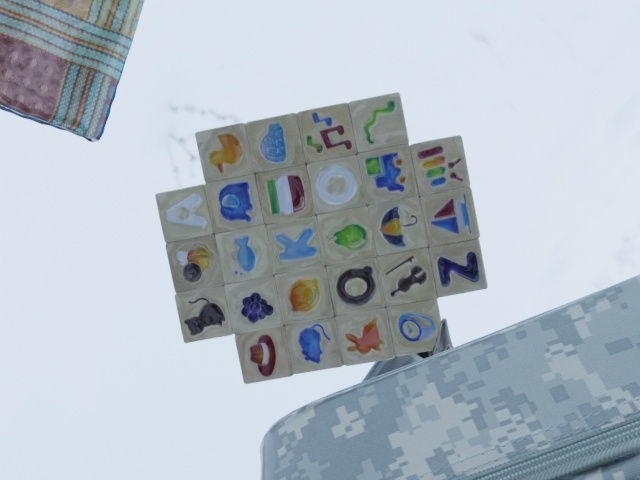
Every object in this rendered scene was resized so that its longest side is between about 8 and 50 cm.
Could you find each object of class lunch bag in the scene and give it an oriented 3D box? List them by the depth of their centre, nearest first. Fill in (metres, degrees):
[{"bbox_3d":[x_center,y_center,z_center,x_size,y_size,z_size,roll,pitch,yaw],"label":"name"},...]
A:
[{"bbox_3d":[0.128,0.184,0.524,0.305,0.256,0.212,-22,130,18],"label":"lunch bag"}]

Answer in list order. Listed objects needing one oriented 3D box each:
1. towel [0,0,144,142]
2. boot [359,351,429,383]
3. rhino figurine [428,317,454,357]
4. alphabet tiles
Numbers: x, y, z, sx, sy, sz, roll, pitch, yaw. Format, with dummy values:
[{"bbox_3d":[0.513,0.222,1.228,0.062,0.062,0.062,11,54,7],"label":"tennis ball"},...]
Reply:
[{"bbox_3d":[-0.228,-0.288,0.852,0.271,0.040,0.370,18,84,-32],"label":"towel"},{"bbox_3d":[0.091,0.224,1.451,0.190,0.076,0.208,30,99,-46],"label":"boot"},{"bbox_3d":[0.116,0.188,0.987,0.073,0.243,0.106,-2,176,-2],"label":"rhino figurine"},{"bbox_3d":[0.000,0.000,1.266,0.343,0.285,0.011,-11,-175,5],"label":"alphabet tiles"}]
